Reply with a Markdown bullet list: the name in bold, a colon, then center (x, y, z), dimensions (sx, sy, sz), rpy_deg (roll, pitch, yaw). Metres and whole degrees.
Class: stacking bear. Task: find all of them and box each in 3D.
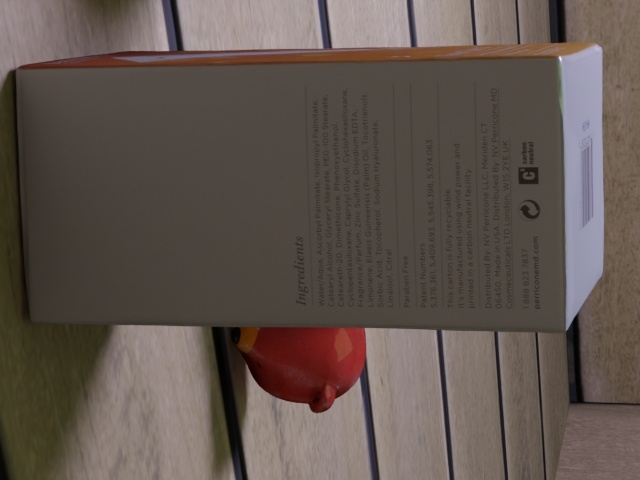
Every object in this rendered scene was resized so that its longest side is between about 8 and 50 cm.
- **stacking bear**: center (0.000, 0.000, 1.606), dimensions (0.175, 0.164, 0.289), rpy_deg (21, -78, 58)

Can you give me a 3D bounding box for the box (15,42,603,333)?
- **box**: center (0.003, -0.041, 1.224), dimensions (0.215, 0.345, 0.168), rpy_deg (-31, 120, -74)
